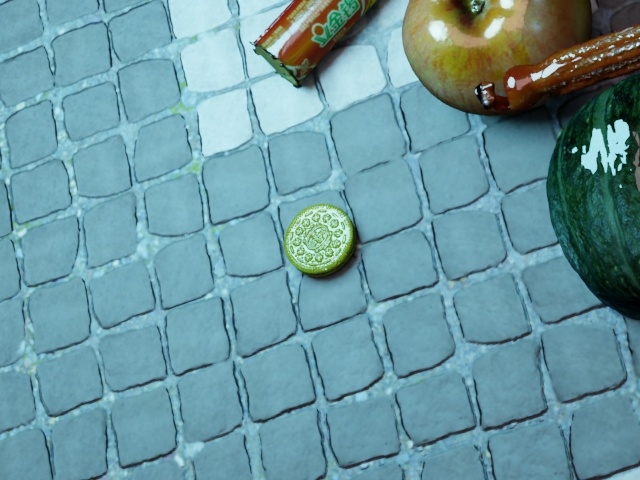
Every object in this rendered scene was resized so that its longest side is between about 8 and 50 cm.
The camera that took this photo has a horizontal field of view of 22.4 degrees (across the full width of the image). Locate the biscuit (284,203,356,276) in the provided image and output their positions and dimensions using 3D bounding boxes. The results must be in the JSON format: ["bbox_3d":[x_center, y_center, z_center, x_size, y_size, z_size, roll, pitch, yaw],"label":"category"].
[{"bbox_3d":[0.000,0.000,1.814,0.084,0.023,0.084,-7,68,18],"label":"biscuit"}]

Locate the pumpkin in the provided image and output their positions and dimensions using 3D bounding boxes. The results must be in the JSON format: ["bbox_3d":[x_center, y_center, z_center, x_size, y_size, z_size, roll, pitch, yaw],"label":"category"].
[{"bbox_3d":[0.362,-0.050,1.591,0.293,0.197,0.263,-4,72,23],"label":"pumpkin"}]

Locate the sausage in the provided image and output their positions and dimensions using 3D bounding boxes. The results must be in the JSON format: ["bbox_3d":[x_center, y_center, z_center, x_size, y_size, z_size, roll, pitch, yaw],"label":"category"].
[{"bbox_3d":[0.033,-0.298,1.879,0.264,0.083,0.083,-47,61,0],"label":"sausage"}]

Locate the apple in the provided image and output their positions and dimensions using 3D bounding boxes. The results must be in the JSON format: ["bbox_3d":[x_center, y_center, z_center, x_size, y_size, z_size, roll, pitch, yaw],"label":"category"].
[{"bbox_3d":[0.191,-0.234,1.743,0.209,0.164,0.209,-7,71,21],"label":"apple"}]

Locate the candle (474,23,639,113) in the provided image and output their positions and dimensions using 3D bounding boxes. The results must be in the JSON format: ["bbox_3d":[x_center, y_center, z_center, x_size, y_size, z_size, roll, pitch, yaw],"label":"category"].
[{"bbox_3d":[0.311,-0.190,1.596,0.329,0.048,0.051,-17,33,28],"label":"candle"}]
